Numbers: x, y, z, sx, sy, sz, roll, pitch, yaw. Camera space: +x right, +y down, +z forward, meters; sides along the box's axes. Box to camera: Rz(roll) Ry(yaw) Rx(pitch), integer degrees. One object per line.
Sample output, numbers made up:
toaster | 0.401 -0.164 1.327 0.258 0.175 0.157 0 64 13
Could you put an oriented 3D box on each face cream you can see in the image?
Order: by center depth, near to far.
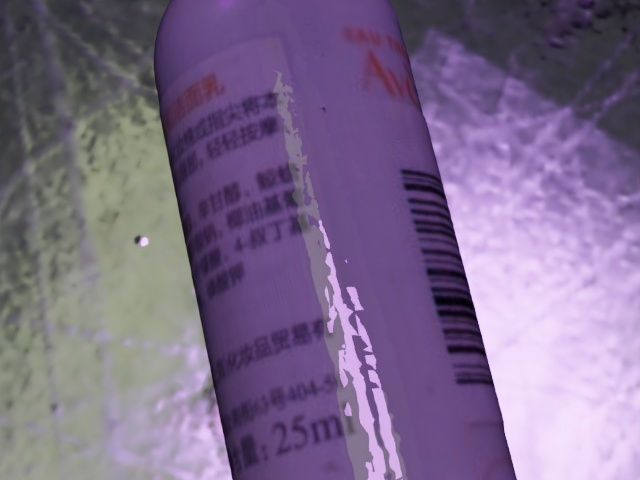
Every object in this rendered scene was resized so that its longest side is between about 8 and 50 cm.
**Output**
face cream | 0.000 0.000 0.421 0.082 0.082 0.269 -11 74 -3
